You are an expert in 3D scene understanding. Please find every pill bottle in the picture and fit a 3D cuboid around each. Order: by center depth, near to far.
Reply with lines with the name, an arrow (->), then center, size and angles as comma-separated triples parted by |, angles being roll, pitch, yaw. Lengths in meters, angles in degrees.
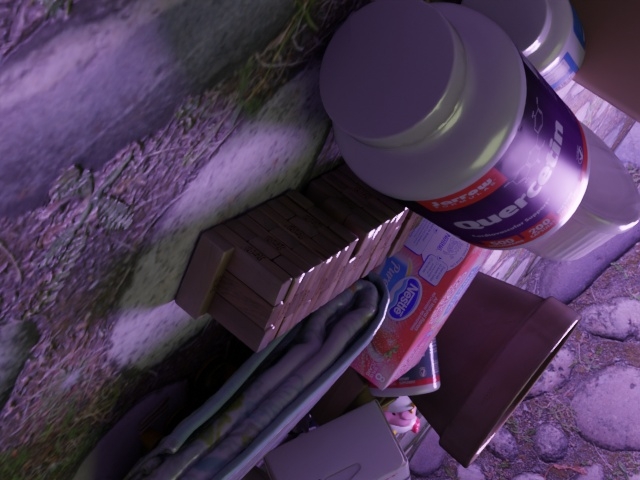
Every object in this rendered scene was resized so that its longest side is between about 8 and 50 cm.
pill bottle -> 0.131, -0.106, 0.931 | 0.181, 0.181, 0.323 | -55, 149, 8
pill bottle -> 0.223, -0.232, 1.091 | 0.124, 0.124, 0.221 | -56, 163, 12
pill bottle -> 0.116, 0.134, 1.450 | 0.108, 0.107, 0.180 | -1, 85, -69

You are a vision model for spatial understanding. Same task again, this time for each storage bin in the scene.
storage bin -> 0.399, -0.293, 1.202 | 0.260, 0.262, 0.123 | -58, 160, 18

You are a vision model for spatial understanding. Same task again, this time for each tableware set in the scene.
tableware set -> -0.148, 0.189, 1.119 | 0.154, 0.024, 0.104 | -43, 161, -33

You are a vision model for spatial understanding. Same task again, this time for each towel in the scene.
towel -> -0.094, 0.214, 1.145 | 0.374, 0.090, 0.320 | -39, 170, -39

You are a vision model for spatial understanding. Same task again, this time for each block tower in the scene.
block tower -> 0.000, 0.000, 1.014 | 0.335, 0.097, 0.091 | -29, 151, -51

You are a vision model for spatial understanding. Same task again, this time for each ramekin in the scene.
ramekin -> 0.352, -0.089, 1.514 | 0.127, 0.273, 0.273 | -50, 168, 35

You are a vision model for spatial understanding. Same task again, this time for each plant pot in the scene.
plant pot -> 0.234, 0.175, 1.672 | 0.323, 0.280, 0.323 | -48, 163, -19

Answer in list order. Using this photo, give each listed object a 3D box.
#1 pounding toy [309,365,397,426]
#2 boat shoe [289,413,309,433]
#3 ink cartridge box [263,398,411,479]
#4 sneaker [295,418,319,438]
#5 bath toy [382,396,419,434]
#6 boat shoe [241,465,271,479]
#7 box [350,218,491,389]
pounding toy -> 0.048, 0.243, 1.606 | 0.181, 0.094, 0.206 | -11, 144, -49
boat shoe -> -0.043, 0.294, 1.590 | 0.125, 0.038, 0.046 | 18, 67, -78
ink cartridge box -> 0.033, 0.372, 1.558 | 0.197, 0.114, 0.273 | -25, 157, -5
sneaker -> 0.006, 0.388, 1.811 | 0.153, 0.094, 0.235 | -44, 153, -2
bath toy -> 0.170, 0.329, 2.082 | 0.151, 0.129, 0.348 | -45, 163, -25
boat shoe -> -0.177, 0.428, 1.377 | 0.324, 0.116, 0.097 | -35, 154, -60
box -> 0.122, 0.025, 1.288 | 0.142, 0.154, 0.300 | -20, 142, -61
